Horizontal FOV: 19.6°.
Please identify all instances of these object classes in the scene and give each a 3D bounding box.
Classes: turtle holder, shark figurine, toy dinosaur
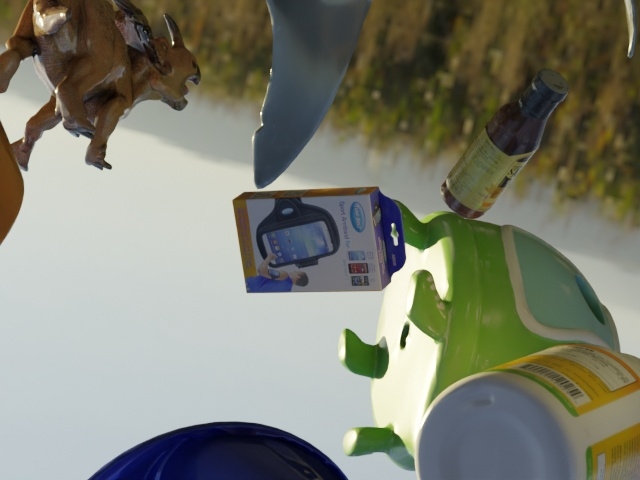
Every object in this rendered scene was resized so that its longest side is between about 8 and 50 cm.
[{"bbox_3d":[0.161,0.112,1.707,0.227,0.243,0.320,12,-170,-13],"label":"turtle holder"},{"bbox_3d":[0.083,-0.114,0.712,0.166,0.116,0.278,-9,-159,32],"label":"shark figurine"},{"bbox_3d":[-0.214,-0.178,1.669,0.127,0.200,0.295,15,159,14],"label":"toy dinosaur"}]

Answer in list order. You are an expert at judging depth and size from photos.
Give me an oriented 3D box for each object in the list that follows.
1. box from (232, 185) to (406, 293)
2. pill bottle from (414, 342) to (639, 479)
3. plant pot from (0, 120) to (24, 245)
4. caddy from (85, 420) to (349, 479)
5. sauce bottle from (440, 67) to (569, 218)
[{"bbox_3d":[0.000,0.000,1.475,0.136,0.081,0.028,-2,-164,25],"label":"box"},{"bbox_3d":[0.188,0.154,1.455,0.136,0.136,0.246,17,-166,29],"label":"pill bottle"},{"bbox_3d":[-0.368,-0.064,1.440,0.291,0.291,0.203,20,150,51],"label":"plant pot"},{"bbox_3d":[-0.033,0.271,1.108,0.179,0.241,0.341,24,147,58],"label":"caddy"},{"bbox_3d":[0.134,-0.070,1.329,0.042,0.128,0.042,20,-139,-19],"label":"sauce bottle"}]
